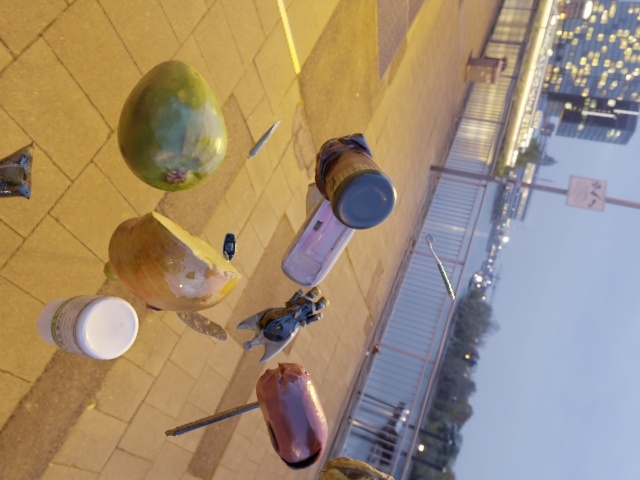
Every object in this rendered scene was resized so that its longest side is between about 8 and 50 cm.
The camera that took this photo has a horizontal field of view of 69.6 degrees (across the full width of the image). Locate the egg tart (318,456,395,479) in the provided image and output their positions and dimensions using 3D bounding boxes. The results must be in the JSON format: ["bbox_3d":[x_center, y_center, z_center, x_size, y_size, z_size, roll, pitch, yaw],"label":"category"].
[{"bbox_3d":[0.099,0.607,1.092,0.241,0.241,0.106,84,26,-44],"label":"egg tart"}]

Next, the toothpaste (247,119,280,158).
[{"bbox_3d":[-0.213,-0.371,1.706,0.197,0.029,0.048,-43,-174,30],"label":"toothpaste"}]

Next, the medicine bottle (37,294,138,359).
[{"bbox_3d":[-0.540,0.192,1.055,0.139,0.236,0.139,2,87,-53],"label":"medicine bottle"}]

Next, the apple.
[{"bbox_3d":[-0.410,0.063,1.292,0.309,0.314,0.252,36,46,-57],"label":"apple"}]

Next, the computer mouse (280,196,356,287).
[{"bbox_3d":[0.000,0.000,1.154,0.245,0.125,0.056,-58,179,2],"label":"computer mouse"}]

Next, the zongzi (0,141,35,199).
[{"bbox_3d":[-0.876,-0.192,1.237,0.084,0.187,0.184,110,-30,-56],"label":"zongzi"}]

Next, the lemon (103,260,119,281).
[{"bbox_3d":[-0.684,0.101,1.579,0.082,0.110,0.082,-176,-90,-66],"label":"lemon"}]

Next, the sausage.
[{"bbox_3d":[-0.069,0.441,1.159,0.152,0.152,0.280,-38,116,-59],"label":"sausage"}]

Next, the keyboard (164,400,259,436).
[{"bbox_3d":[-0.306,0.534,1.393,0.309,0.101,0.018,-6,75,-36],"label":"keyboard"}]

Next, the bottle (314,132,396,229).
[{"bbox_3d":[0.060,-0.148,0.993,0.156,0.143,0.271,-48,-148,18],"label":"bottle"}]

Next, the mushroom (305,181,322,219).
[{"bbox_3d":[-0.022,-0.059,1.742,0.095,0.122,0.351,161,-57,-72],"label":"mushroom"}]

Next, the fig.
[{"bbox_3d":[-0.361,-0.290,1.128,0.258,0.258,0.327,39,44,-68],"label":"fig"}]

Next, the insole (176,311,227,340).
[{"bbox_3d":[-0.459,0.325,1.795,0.328,0.007,0.111,47,15,-52],"label":"insole"}]

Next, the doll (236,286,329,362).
[{"bbox_3d":[-0.119,0.260,1.510,0.316,0.146,0.103,-33,179,-17],"label":"doll"}]

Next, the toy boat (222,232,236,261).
[{"bbox_3d":[-0.421,0.033,2.127,0.061,0.060,0.137,159,-62,-82],"label":"toy boat"}]

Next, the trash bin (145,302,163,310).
[{"bbox_3d":[-0.593,0.153,1.806,0.161,0.184,0.239,74,10,-74],"label":"trash bin"}]

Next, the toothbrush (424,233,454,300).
[{"bbox_3d":[0.380,0.088,1.460,0.024,0.018,0.257,-30,112,-10],"label":"toothbrush"}]
